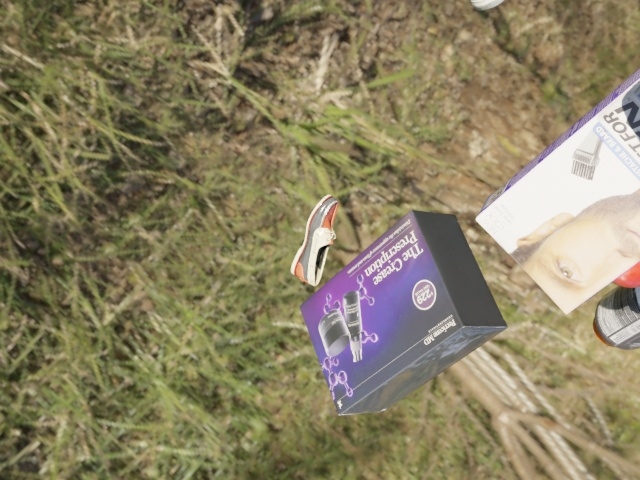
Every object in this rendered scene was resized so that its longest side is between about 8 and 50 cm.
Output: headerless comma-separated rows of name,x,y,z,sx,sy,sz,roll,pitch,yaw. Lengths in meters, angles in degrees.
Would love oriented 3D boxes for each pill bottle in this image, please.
pill bottle,0.632,0.141,1.809,0.130,0.130,0.245,-44,171,-20

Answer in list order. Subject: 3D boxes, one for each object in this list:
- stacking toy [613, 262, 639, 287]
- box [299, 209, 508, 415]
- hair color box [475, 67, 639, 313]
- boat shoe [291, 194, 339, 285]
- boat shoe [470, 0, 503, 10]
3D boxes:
stacking toy,0.583,0.050,1.364,0.141,0.331,0.141,-165,-90,-89
box,0.107,0.106,1.272,0.103,0.184,0.261,3,145,-43
hair color box,0.391,-0.080,1.180,0.339,0.185,0.110,-44,180,30
boat shoe,0.000,0.000,1.337,0.049,0.043,0.137,1,114,-57
boat shoe,0.361,-0.617,1.831,0.103,0.118,0.320,37,70,-37
